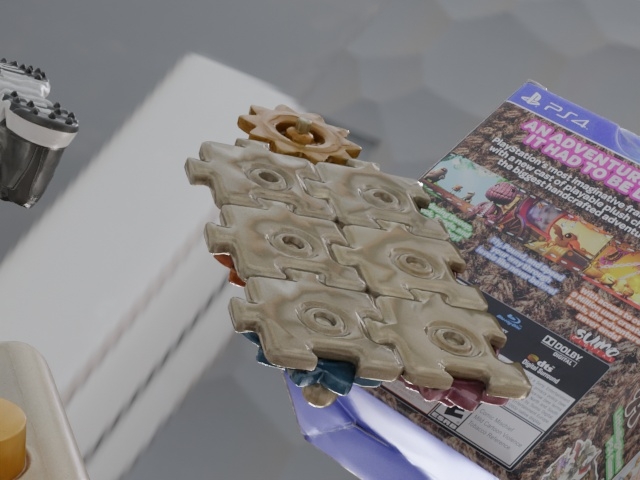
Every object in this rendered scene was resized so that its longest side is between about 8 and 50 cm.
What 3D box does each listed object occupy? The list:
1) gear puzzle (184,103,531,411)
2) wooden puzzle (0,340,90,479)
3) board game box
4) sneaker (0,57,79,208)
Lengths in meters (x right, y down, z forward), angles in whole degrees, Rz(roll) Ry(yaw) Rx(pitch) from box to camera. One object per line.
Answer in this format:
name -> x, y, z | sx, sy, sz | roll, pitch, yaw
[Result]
gear puzzle -> 0.000, 0.000, 1.028 | 0.339, 0.175, 0.044 | -113, 37, -55
wooden puzzle -> -0.392, 0.159, 1.505 | 0.347, 0.322, 0.081 | 2, -68, -21
board game box -> 0.150, 0.060, 1.166 | 0.291, 0.232, 0.141 | -41, -37, -23
sneaker -> -0.276, -0.094, 1.434 | 0.078, 0.234, 0.106 | 15, -76, -27
